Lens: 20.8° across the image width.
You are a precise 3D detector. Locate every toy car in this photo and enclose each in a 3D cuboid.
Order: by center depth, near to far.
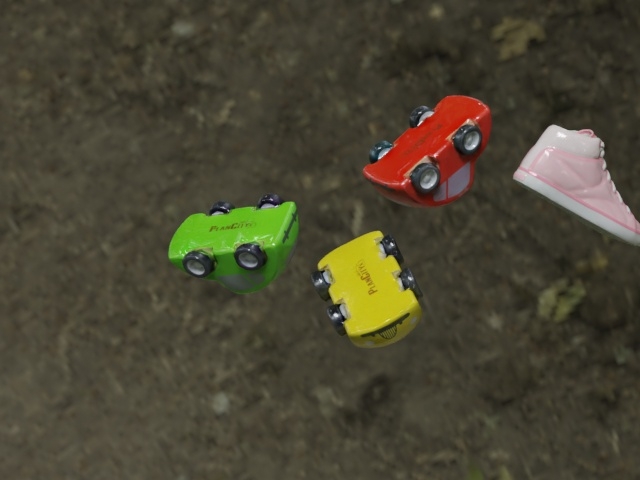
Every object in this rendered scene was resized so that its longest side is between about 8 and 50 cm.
[{"bbox_3d":[0.000,0.000,1.213,0.225,0.053,0.239,-7,40,29],"label":"toy car"}]

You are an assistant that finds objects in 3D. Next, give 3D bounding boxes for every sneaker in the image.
[{"bbox_3d":[0.228,-0.049,1.442,0.070,0.134,0.051,-62,23,-2],"label":"sneaker"}]
